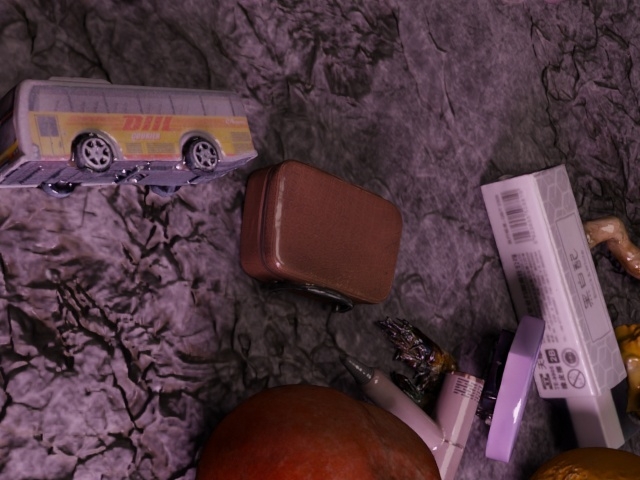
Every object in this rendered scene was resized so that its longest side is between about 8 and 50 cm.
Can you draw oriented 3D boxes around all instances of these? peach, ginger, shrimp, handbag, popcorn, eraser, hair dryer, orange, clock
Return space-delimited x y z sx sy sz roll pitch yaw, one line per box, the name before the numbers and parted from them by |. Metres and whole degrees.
peach | 0.003 0.264 0.975 0.252 0.252 0.252 9 77 -40
ginger | 0.507 0.031 1.558 0.288 0.089 0.075 25 111 -33
shrimp | 0.124 0.158 1.229 0.161 0.034 0.091 44 58 -28
handbag | 0.000 0.000 1.127 0.193 0.072 0.151 25 67 -37
popcorn | 0.493 0.201 1.469 0.152 0.167 0.148 -16 123 -20
eraser | 0.342 0.096 1.384 0.096 0.098 0.403 -22 97 -41
hair dryer | 0.091 0.222 1.154 0.220 0.054 0.195 32 71 -36
orange | 0.372 0.380 1.281 0.236 0.236 0.236 9 77 -40
clock | 0.243 0.181 1.276 0.172 0.064 0.198 74 32 -60

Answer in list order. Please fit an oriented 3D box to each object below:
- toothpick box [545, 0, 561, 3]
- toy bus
toothpick box | 0.407 -0.434 1.504 0.098 0.149 0.098 9 75 -39
toy bus | -0.192 -0.102 0.971 0.268 0.092 0.106 -4 76 -41
